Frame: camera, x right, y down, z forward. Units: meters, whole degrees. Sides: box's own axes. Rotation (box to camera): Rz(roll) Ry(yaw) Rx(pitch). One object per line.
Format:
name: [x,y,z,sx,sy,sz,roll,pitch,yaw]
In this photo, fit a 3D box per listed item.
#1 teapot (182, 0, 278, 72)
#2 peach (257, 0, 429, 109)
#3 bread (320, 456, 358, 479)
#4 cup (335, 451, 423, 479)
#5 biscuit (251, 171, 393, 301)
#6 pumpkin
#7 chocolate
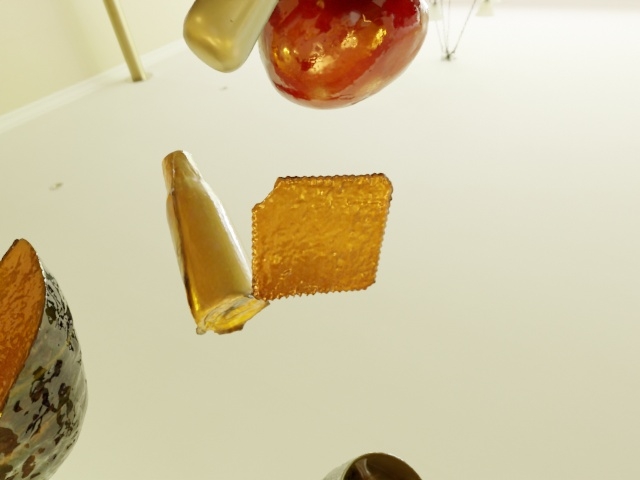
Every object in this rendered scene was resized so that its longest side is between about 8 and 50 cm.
teapot: [-0.005,-0.303,0.323,0.318,0.220,0.149,-43,-151,-27]
peach: [0.025,-0.290,0.571,0.243,0.200,0.243,-27,-166,7]
bread: [0.024,0.662,1.106,0.286,0.207,0.056,-41,-106,10]
cup: [0.060,0.416,0.613,0.176,0.155,0.131,4,-149,-4]
biscuit: [0.000,0.000,0.690,0.231,0.237,0.013,-4,-147,-14]
pumpkin: [-0.270,0.161,0.402,0.111,0.163,0.279,16,-106,29]
chocolate: [-0.271,-0.014,0.944,0.162,0.162,0.446,-21,-116,-16]
